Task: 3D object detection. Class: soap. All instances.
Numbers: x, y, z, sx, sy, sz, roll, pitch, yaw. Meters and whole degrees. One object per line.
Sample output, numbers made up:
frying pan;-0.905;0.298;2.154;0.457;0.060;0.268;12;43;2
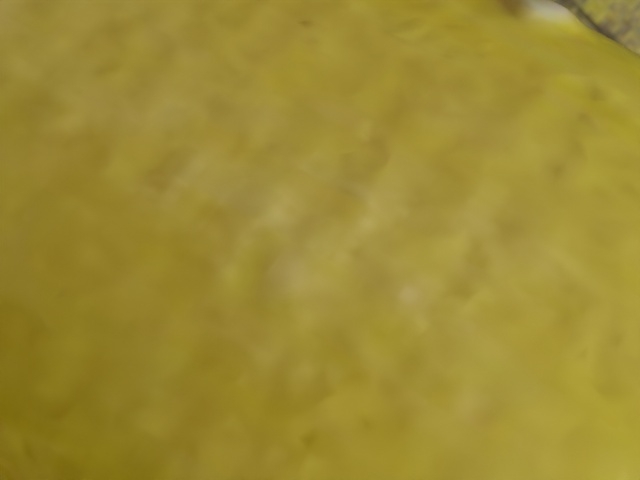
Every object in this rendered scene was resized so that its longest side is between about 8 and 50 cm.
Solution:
soap;-0.001;0.002;0.520;0.306;0.427;0.115;-40;156;-36
